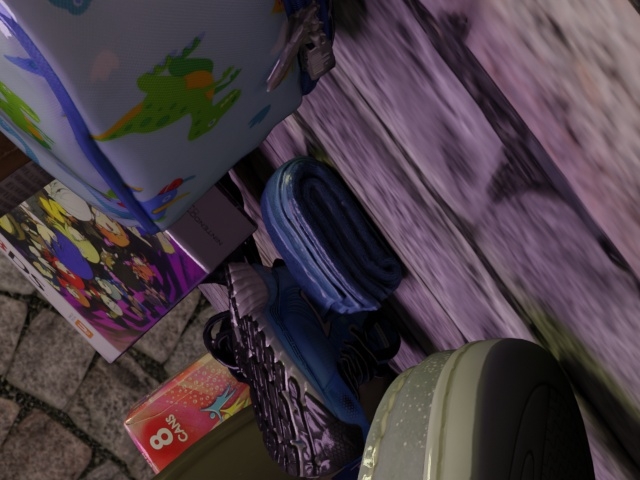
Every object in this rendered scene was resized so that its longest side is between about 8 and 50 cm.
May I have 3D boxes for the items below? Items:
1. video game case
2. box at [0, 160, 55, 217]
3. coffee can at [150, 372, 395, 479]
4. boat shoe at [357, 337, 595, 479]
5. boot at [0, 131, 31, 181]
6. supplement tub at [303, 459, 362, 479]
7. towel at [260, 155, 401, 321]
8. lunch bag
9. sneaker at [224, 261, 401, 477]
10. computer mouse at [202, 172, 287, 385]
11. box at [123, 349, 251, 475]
[{"bbox_3d":[-0.145,-0.043,1.009,0.210,0.042,0.232,46,157,-3],"label":"video game case"},{"bbox_3d":[-0.206,-0.038,0.818,0.121,0.311,0.148,55,174,0],"label":"box"},{"bbox_3d":[0.029,0.235,1.071,0.275,0.201,0.201,55,174,-13],"label":"coffee can"},{"bbox_3d":[0.010,0.183,0.557,0.103,0.320,0.118,8,-179,27],"label":"boat shoe"},{"bbox_3d":[-0.188,-0.060,0.676,0.236,0.269,0.089,44,172,32],"label":"boot"},{"bbox_3d":[-0.008,0.244,0.842,0.228,0.316,0.228,53,174,8],"label":"supplement tub"},{"bbox_3d":[0.000,0.000,0.790,0.067,0.029,0.119,55,175,-1],"label":"towel"},{"bbox_3d":[-0.093,-0.110,0.491,0.219,0.090,0.176,46,173,16],"label":"lunch bag"},{"bbox_3d":[0.002,0.047,0.869,0.162,0.073,0.063,-114,17,-63],"label":"sneaker"},{"bbox_3d":[-0.088,-0.041,1.074,0.272,0.072,0.188,46,162,0],"label":"computer mouse"},{"bbox_3d":[-0.037,0.138,1.342,0.154,0.142,0.300,55,174,-1],"label":"box"}]
